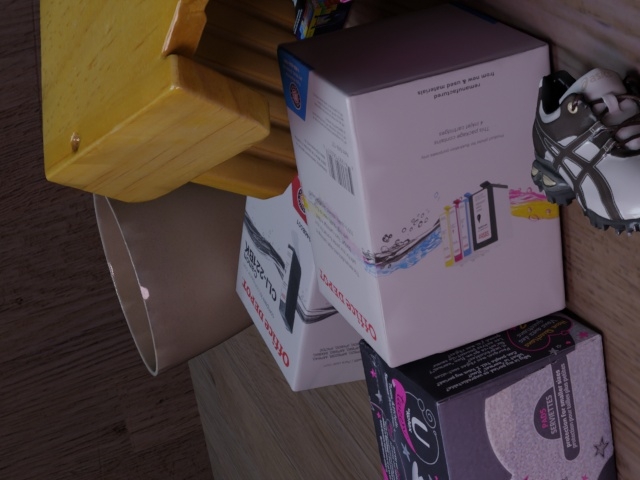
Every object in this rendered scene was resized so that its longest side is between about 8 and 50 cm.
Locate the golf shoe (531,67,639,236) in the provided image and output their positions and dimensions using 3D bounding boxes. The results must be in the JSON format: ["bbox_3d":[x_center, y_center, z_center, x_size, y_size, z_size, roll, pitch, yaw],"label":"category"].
[{"bbox_3d":[0.191,-0.063,0.790,0.198,0.077,0.094,-149,44,-65],"label":"golf shoe"}]

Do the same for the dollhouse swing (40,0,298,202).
[{"bbox_3d":[-0.069,-0.223,1.041,0.315,0.305,0.347,-22,67,51],"label":"dollhouse swing"}]

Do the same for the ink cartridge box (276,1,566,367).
[{"bbox_3d":[0.083,-0.050,0.990,0.171,0.168,0.233,-134,31,-60],"label":"ink cartridge box"}]

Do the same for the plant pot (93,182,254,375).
[{"bbox_3d":[-0.123,0.012,1.556,0.256,0.274,0.256,163,90,-74],"label":"plant pot"}]

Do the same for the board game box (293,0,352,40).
[{"bbox_3d":[-0.024,-0.275,1.334,0.170,0.048,0.141,118,134,-68],"label":"board game box"}]

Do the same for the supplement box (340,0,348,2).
[{"bbox_3d":[0.040,-0.298,0.859,0.114,0.111,0.220,-13,105,36],"label":"supplement box"}]

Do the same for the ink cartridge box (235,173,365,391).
[{"bbox_3d":[0.000,0.000,1.335,0.197,0.114,0.273,-125,34,-47],"label":"ink cartridge box"}]

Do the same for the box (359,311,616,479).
[{"bbox_3d":[0.152,0.189,1.031,0.142,0.163,0.247,35,141,59],"label":"box"}]
